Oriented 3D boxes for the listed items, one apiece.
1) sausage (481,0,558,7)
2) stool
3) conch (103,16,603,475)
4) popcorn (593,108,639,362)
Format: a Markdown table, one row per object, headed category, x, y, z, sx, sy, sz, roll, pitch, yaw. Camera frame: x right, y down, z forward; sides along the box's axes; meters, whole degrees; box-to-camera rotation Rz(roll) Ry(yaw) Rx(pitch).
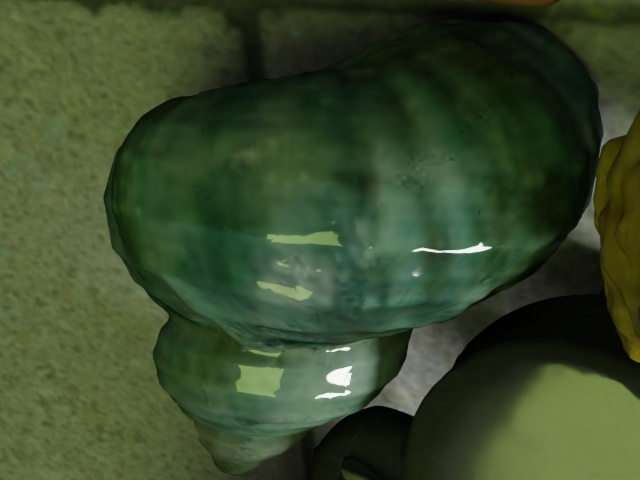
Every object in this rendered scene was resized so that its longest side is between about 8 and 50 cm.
| category | x | y | z | sx | sy | sz | roll | pitch | yaw |
| --- | --- | --- | --- | --- | --- | --- | --- | --- | --- |
| sausage | 0.074 | -0.127 | 0.644 | 0.083 | 0.034 | 0.034 | 11 | 129 | 11 |
| stool | 0.112 | 0.096 | 0.713 | 0.228 | 0.139 | 0.153 | 11 | 113 | 18 |
| conch | 0.000 | 0.000 | 0.694 | 0.220 | 0.195 | 0.277 | 17 | 109 | -29 |
| popcorn | 0.243 | -0.004 | 0.577 | 0.250 | 0.190 | 0.250 | -2 | 129 | -2 |
